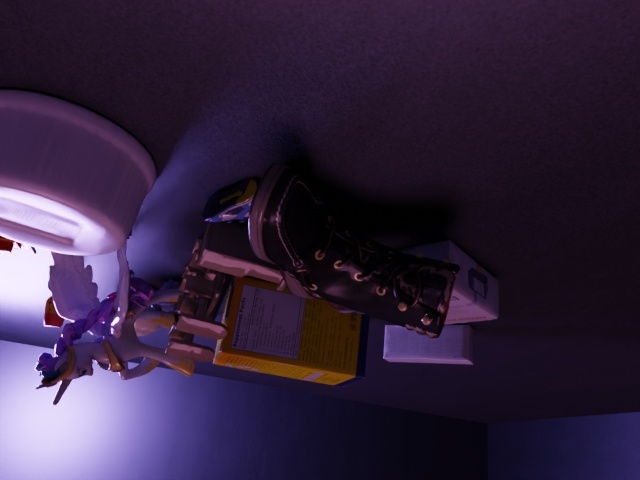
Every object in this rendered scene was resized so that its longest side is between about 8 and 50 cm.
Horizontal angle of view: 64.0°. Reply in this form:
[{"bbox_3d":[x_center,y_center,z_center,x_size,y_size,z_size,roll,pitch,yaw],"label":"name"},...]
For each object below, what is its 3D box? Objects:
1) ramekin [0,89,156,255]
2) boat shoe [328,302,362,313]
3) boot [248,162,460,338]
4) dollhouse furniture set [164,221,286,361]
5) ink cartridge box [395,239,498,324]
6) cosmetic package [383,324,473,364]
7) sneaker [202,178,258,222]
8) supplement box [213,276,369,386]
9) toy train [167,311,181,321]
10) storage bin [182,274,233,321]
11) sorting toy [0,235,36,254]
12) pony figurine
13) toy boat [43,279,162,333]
[{"bbox_3d":[-0.402,-0.083,0.769,0.278,0.135,0.277,6,156,3],"label":"ramekin"},{"bbox_3d":[0.077,0.133,1.185,0.066,0.066,0.183,25,151,-31],"label":"boat shoe"},{"bbox_3d":[0.063,0.032,0.788,0.284,0.138,0.377,17,157,18],"label":"boot"},{"bbox_3d":[-0.179,0.091,1.005,0.161,0.212,0.242,18,127,-18],"label":"dollhouse furniture set"},{"bbox_3d":[0.234,0.091,1.010,0.154,0.093,0.212,-14,146,40],"label":"ink cartridge box"},{"bbox_3d":[0.299,0.289,1.424,0.239,0.098,0.060,-4,153,27],"label":"cosmetic package"},{"bbox_3d":[-0.141,-0.055,0.852,0.144,0.053,0.059,-12,151,39],"label":"sneaker"},{"bbox_3d":[-0.074,0.240,1.314,0.357,0.194,0.195,13,155,-11],"label":"supplement box"},{"bbox_3d":[-0.423,0.246,1.625,0.158,0.036,0.027,-2,154,21],"label":"toy train"},{"bbox_3d":[-0.279,0.131,1.227,0.091,0.135,0.098,26,153,-10],"label":"storage bin"},{"bbox_3d":[-0.751,-0.014,1.138,0.196,0.047,0.347,14,156,-13],"label":"sorting toy"},{"bbox_3d":[-0.468,0.179,1.194,0.303,0.350,0.364,-6,171,36],"label":"pony figurine"},{"bbox_3d":[-0.603,0.185,1.449,0.318,0.148,0.268,15,161,-33],"label":"toy boat"}]
